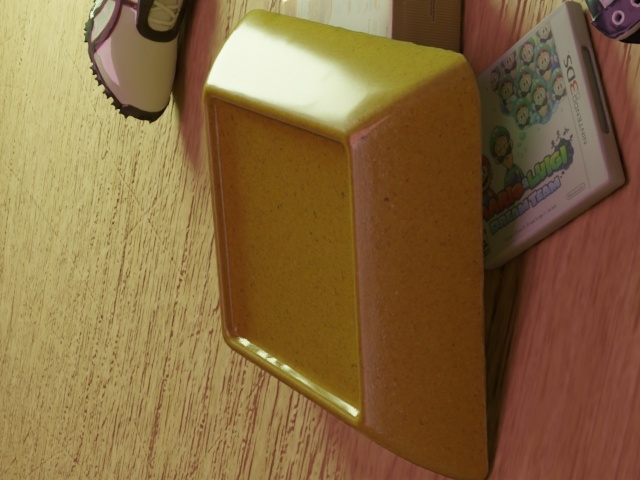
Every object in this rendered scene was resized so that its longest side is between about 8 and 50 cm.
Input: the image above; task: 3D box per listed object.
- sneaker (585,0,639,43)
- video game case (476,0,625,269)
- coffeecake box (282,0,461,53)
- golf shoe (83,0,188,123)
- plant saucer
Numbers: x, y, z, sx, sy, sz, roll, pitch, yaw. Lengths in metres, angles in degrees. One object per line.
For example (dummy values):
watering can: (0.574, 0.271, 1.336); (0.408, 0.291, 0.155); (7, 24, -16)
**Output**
sneaker: (0.247, -0.166, 0.811); (0.282, 0.099, 0.153); (43, 122, 59)
video game case: (0.152, -0.073, 1.048); (0.157, 0.019, 0.143); (-40, 53, 52)
coffeecake box: (0.037, -0.142, 1.205); (0.185, 0.068, 0.142); (1, 90, 60)
golf shoe: (-0.192, -0.270, 1.592); (0.120, 0.105, 0.273); (-12, 77, 52)
plant saucer: (0.000, 0.000, 1.152); (0.333, 0.081, 0.333); (24, 122, 55)
